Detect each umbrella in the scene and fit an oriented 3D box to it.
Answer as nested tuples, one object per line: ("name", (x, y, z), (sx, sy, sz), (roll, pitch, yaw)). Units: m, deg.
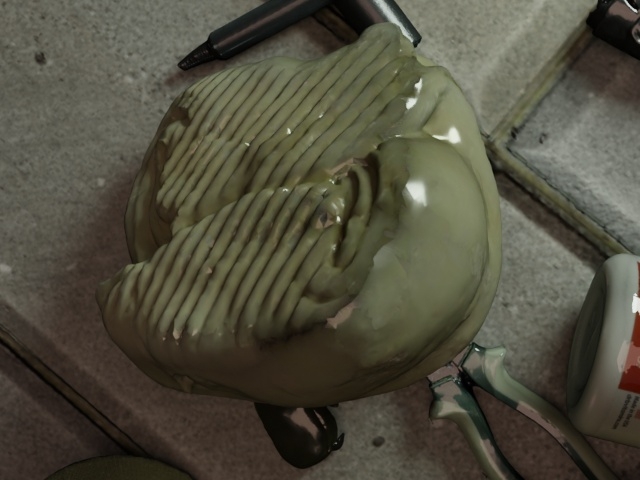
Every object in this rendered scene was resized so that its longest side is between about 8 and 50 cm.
("umbrella", (0.339, -0.142, 0.835), (0.235, 0.059, 0.066), (39, 120, 2))

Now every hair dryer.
("hair dryer", (-0.032, -0.190, 0.888), (0.195, 0.050, 0.173), (-39, 86, 12))

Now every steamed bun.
("steamed bun", (-0.002, 0.009, 0.790), (0.324, 0.219, 0.310), (-15, 50, 33))

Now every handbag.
("handbag", (-0.024, 0.157, 0.897), (0.072, 0.047, 0.111), (-34, 88, 13))

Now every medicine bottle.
("medicine bottle", (0.361, 0.116, 0.791), (0.288, 0.157, 0.157), (13, 94, 6))

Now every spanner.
("spanner", (0.155, 0.155, 0.879), (0.095, 0.040, 0.325), (-43, 88, 6))

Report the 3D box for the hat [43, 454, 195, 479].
("hat", (-0.193, 0.336, 0.873), (0.257, 0.257, 0.130), (48, 130, 3))
